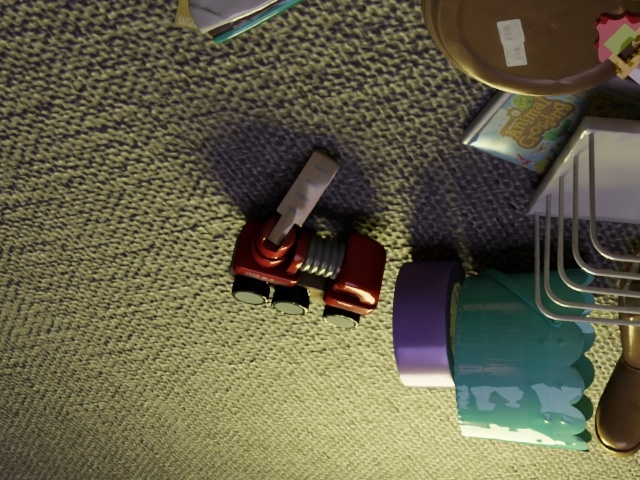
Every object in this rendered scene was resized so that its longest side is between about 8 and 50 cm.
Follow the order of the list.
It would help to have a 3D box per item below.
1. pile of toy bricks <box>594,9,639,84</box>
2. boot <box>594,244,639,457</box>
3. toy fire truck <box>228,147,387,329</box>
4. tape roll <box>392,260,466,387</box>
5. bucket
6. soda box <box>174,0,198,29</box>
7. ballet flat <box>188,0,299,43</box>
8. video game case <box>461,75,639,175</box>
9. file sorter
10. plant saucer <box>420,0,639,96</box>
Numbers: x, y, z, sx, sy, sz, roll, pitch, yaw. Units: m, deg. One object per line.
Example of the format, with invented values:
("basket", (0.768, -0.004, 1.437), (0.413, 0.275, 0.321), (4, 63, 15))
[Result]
("pile of toy bricks", (0.356, -0.273, 1.279), (0.105, 0.118, 0.212), (37, 121, -11))
("boot", (0.452, 0.159, 1.831), (0.089, 0.236, 0.269), (13, 153, 21))
("toy fire truck", (0.000, 0.000, 1.799), (0.217, 0.158, 0.246), (16, 157, -9))
("tape roll", (0.167, 0.124, 1.877), (0.080, 0.189, 0.189), (-2, 145, 17))
("bucket", (0.302, 0.169, 1.846), (0.183, 0.281, 0.281), (1, 146, 15))
("soda box", (-0.119, -0.313, 1.407), (0.058, 0.061, 0.181), (14, 147, -7))
("ballet flat", (0.038, -0.327, 1.262), (0.400, 0.139, 0.139), (-21, 139, 11))
("video game case", (0.308, -0.151, 1.574), (0.193, 0.023, 0.212), (19, 146, -14))
("file sorter", (0.382, -0.012, 1.562), (0.193, 0.173, 0.278), (5, 161, -3))
("plant saucer", (0.248, -0.254, 1.392), (0.278, 0.041, 0.278), (4, 142, 3))
